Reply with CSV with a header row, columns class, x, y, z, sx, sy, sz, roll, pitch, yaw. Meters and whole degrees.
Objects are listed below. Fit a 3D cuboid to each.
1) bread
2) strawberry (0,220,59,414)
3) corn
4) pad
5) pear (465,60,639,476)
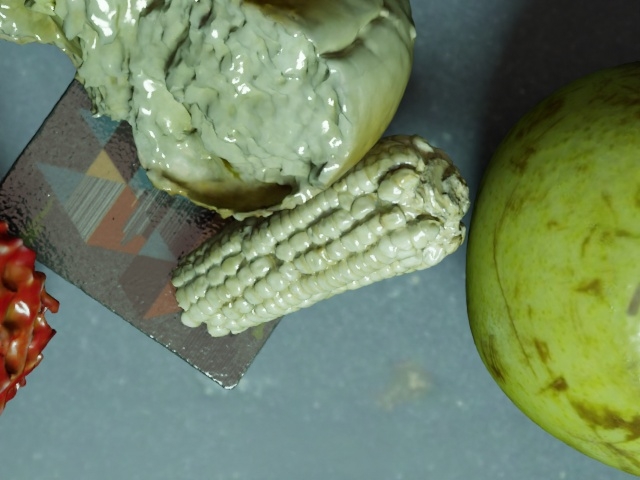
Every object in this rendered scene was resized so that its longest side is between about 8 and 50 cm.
class,x,y,z,sx,sy,sz,roll,pitch,yaw
bread,-0.078,-0.148,0.790,0.314,0.171,0.192,25,44,16
strawberry,-0.282,0.077,0.730,0.234,0.178,0.234,-1,125,-2
corn,0.000,0.000,0.812,0.211,0.087,0.087,-24,92,36
pad,-0.108,-0.012,0.869,0.211,0.003,0.143,34,85,-6
pear,0.224,0.018,0.784,0.283,0.283,0.283,0,89,-7
